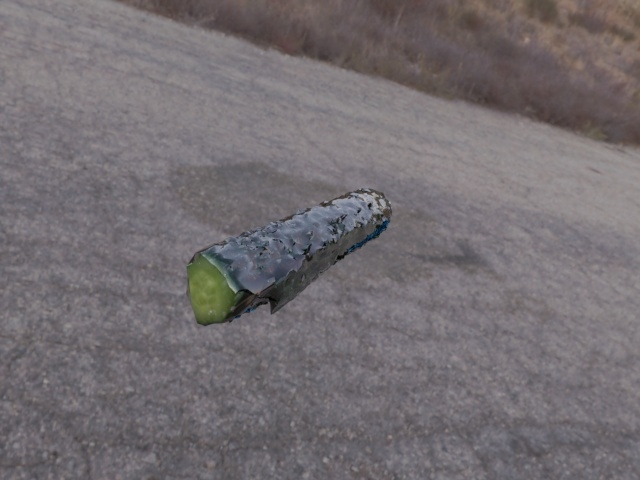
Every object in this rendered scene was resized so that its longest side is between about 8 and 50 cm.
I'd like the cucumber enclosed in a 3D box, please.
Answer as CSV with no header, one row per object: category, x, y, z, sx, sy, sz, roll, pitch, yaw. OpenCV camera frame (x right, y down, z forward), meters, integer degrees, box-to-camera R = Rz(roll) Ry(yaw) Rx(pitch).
cucumber,0.000,-0.001,0.448,0.044,0.043,0.257,13,17,22
